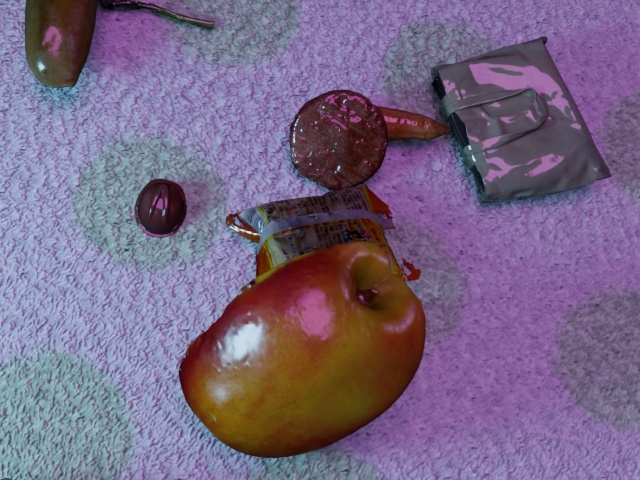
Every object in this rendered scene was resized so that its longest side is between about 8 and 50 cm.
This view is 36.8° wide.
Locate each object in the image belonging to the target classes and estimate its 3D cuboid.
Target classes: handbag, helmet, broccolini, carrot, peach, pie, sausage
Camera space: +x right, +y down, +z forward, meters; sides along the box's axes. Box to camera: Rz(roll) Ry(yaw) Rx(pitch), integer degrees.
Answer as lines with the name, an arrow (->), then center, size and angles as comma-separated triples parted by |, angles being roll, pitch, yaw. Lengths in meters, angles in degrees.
handbag -> 0.364, -0.220, 1.788 | 0.253, 0.109, 0.316 | -16, 72, -10
helmet -> -0.274, -0.066, 1.646 | 0.089, 0.057, 0.111 | 7, 68, -4
broccolini -> -0.307, -0.432, 1.803 | 0.218, 0.042, 0.044 | 13, 66, -11
carrot -> 0.138, -0.208, 1.757 | 0.205, 0.072, 0.072 | 7, 68, -2
peach -> -0.038, 0.196, 1.454 | 0.306, 0.380, 0.242 | -12, 68, -41
pie -> 0.033, -0.177, 1.704 | 0.182, 0.049, 0.182 | 0, 106, -1
sausage -> -0.447, -0.489, 1.739 | 0.136, 0.123, 0.501 | 16, 62, -13

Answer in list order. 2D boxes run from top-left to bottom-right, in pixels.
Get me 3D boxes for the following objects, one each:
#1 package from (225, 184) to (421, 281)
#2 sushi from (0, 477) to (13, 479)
package -> 0.003, 0.005, 1.623 | 0.288, 0.108, 0.223 | -15, 54, -10
sushi -> -0.422, 0.406, 1.356 | 0.241, 0.161, 0.107 | -4, 59, 28
